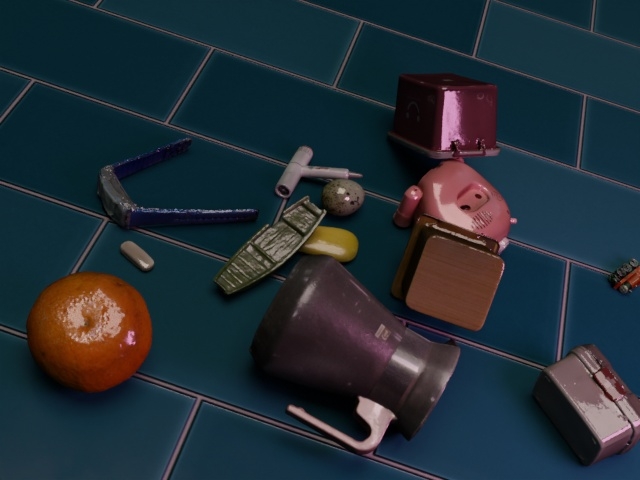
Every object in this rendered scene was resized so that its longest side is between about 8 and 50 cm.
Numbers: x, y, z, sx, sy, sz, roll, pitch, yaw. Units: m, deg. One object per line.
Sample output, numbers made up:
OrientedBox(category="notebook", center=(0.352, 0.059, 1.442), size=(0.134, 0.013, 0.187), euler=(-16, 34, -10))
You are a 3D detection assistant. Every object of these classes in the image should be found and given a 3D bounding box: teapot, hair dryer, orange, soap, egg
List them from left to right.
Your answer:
OrientedBox(category="orange", center=(-0.413, 0.166, 1.620), size=(0.224, 0.170, 0.224), euler=(0, 68, -1))
OrientedBox(category="soap", center=(0.000, 0.000, 1.965), size=(0.168, 0.033, 0.089), euler=(14, 48, -1))
OrientedBox(category="hair dryer", center=(0.006, -0.146, 2.067), size=(0.183, 0.044, 0.155), euler=(13, 47, 15))
OrientedBox(category="egg", center=(0.052, -0.098, 2.032), size=(0.110, 0.085, 0.085), euler=(-18, 56, -37))
OrientedBox(category="teapot", center=(0.053, 0.216, 1.662), size=(0.344, 0.253, 0.300), euler=(29, 64, 5))

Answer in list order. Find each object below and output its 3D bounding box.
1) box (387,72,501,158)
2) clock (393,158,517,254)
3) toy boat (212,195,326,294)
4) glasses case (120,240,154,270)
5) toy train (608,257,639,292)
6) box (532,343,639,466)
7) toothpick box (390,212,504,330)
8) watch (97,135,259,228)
OrientedBox(category="box", center=(0.295, -0.303, 2.144), size=(0.193, 0.167, 0.294), euler=(-3, 18, -19))
OrientedBox(category="clock", center=(0.326, -0.062, 2.041), size=(0.241, 0.142, 0.227), euler=(42, 52, 17))
OrientedBox(category="toy boat", center=(-0.107, 0.019, 1.886), size=(0.093, 0.055, 0.293), euler=(39, 62, 17))
OrientedBox(category="glasses case", center=(-0.376, 0.032, 1.846), size=(0.083, 0.021, 0.032), euler=(38, 52, 19))
OrientedBox(category="toy train", center=(0.712, 0.084, 2.078), size=(0.103, 0.044, 0.064), euler=(-28, 72, -33))
OrientedBox(category="box", center=(0.523, 0.320, 1.752), size=(0.129, 0.148, 0.210), euler=(-23, 58, -17))
OrientedBox(category="toothpick box", center=(0.253, 0.066, 1.770), size=(0.187, 0.190, 0.308), euler=(21, 4, 3))
OrientedBox(category="watch", center=(-0.319, -0.092, 1.952), size=(0.274, 0.068, 0.276), euler=(-25, 59, -37))
